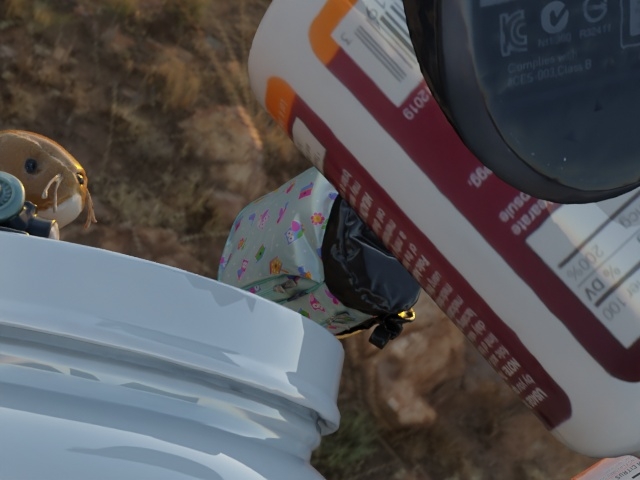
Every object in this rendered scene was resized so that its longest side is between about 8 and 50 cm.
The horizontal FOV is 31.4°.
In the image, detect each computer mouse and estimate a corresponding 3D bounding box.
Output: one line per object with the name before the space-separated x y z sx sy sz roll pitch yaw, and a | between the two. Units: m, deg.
computer mouse | 0.080 -0.147 0.353 0.188 0.272 0.072 -11 24 -19

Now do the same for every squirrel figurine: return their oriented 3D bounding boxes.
squirrel figurine | -0.504 0.022 1.633 0.281 0.396 0.371 23 72 -64

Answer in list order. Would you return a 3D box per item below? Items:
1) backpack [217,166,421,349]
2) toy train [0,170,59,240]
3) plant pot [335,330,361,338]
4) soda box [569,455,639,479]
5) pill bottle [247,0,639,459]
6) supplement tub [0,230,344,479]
backpack | 0.003 0.010 0.920 0.115 0.182 0.152 40 55 -22
toy train | -0.495 0.000 1.386 0.333 0.142 0.190 12 53 -1
plant pot | 0.000 0.000 1.496 0.205 0.205 0.188 28 15 -13
soda box | 0.218 0.188 0.793 0.183 0.063 0.058 -26 34 -18
pill bottle | 0.162 -0.023 0.649 0.392 0.224 0.224 49 41 11
supplement tub | -0.118 0.183 0.421 0.241 0.241 0.331 18 73 -23
